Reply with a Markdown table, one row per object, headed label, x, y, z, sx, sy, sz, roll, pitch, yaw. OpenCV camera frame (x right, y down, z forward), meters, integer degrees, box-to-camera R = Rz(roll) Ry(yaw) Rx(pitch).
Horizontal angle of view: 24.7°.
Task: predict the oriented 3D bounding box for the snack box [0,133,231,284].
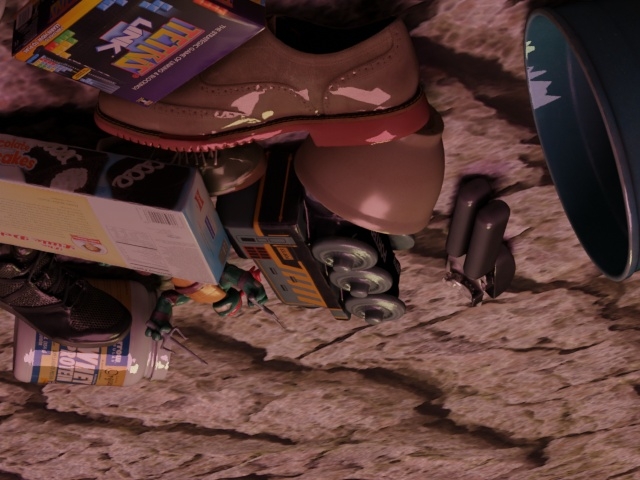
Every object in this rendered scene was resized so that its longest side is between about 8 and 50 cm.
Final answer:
| label | x | y | z | sx | sy | sz | roll | pitch | yaw |
| --- | --- | --- | --- | --- | --- | --- | --- | --- | --- |
| snack box | -0.273 | -0.040 | 1.612 | 0.322 | 0.060 | 0.187 | 11 | 156 | 13 |

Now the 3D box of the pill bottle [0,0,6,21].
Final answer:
| label | x | y | z | sx | sy | sz | roll | pitch | yaw |
| --- | --- | --- | --- | --- | --- | --- | --- | --- | --- |
| pill bottle | -0.340 | -0.209 | 1.301 | 0.112 | 0.112 | 0.187 | 7 | 153 | -19 |

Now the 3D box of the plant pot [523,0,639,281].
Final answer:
| label | x | y | z | sx | sy | sz | roll | pitch | yaw |
| --- | --- | --- | --- | --- | --- | --- | --- | --- | --- |
| plant pot | 0.362 | -0.127 | 1.398 | 0.255 | 0.272 | 0.272 | -17 | 154 | -3 |

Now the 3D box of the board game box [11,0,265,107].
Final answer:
| label | x | y | z | sx | sy | sz | roll | pitch | yaw |
| --- | --- | --- | --- | --- | --- | --- | --- | --- | --- |
| board game box | -0.151 | -0.182 | 1.207 | 0.141 | 0.048 | 0.170 | 20 | 148 | -36 |

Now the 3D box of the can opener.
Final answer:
| label | x | y | z | sx | sy | sz | roll | pitch | yaw |
| --- | --- | --- | --- | --- | --- | --- | --- | --- | --- |
| can opener | 0.204 | 0.002 | 1.860 | 0.093 | 0.074 | 0.280 | -35 | 159 | -12 |

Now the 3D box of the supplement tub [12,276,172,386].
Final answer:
| label | x | y | z | sx | sy | sz | roll | pitch | yaw |
| --- | --- | --- | --- | --- | --- | --- | --- | --- | --- |
| supplement tub | -0.304 | 0.121 | 1.943 | 0.199 | 0.144 | 0.144 | 4 | 153 | -13 |

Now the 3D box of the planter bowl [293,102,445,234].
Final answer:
| label | x | y | z | sx | sy | sz | roll | pitch | yaw |
| --- | --- | --- | --- | --- | --- | --- | --- | --- | --- |
| planter bowl | 0.066 | -0.098 | 1.547 | 0.162 | 0.162 | 0.109 | 11 | 125 | -26 |

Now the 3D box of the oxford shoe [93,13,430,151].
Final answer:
| label | x | y | z | sx | sy | sz | roll | pitch | yaw |
| --- | --- | --- | --- | --- | --- | --- | --- | --- | --- |
| oxford shoe | -0.067 | -0.169 | 1.455 | 0.348 | 0.123 | 0.130 | -3 | 120 | 13 |

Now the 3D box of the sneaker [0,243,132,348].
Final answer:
| label | x | y | z | sx | sy | sz | roll | pitch | yaw |
| --- | --- | --- | --- | --- | --- | --- | --- | --- | --- |
| sneaker | -0.339 | 0.052 | 1.808 | 0.227 | 0.087 | 0.130 | 28 | 148 | 5 |

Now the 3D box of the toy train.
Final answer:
| label | x | y | z | sx | sy | sz | roll | pitch | yaw |
| --- | --- | --- | --- | --- | --- | --- | --- | --- | --- |
| toy train | 0.000 | 0.000 | 1.756 | 0.190 | 0.142 | 0.334 | 3 | 158 | 16 |

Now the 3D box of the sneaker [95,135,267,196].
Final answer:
| label | x | y | z | sx | sy | sz | roll | pitch | yaw |
| --- | --- | --- | --- | --- | --- | --- | --- | --- | --- |
| sneaker | -0.160 | -0.091 | 1.613 | 0.192 | 0.064 | 0.086 | -4 | 159 | 9 |

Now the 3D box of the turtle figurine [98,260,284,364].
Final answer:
| label | x | y | z | sx | sy | sz | roll | pitch | yaw |
| --- | --- | --- | --- | --- | --- | --- | --- | --- | --- |
| turtle figurine | -0.162 | 0.058 | 1.865 | 0.175 | 0.118 | 0.234 | -33 | 128 | 22 |
